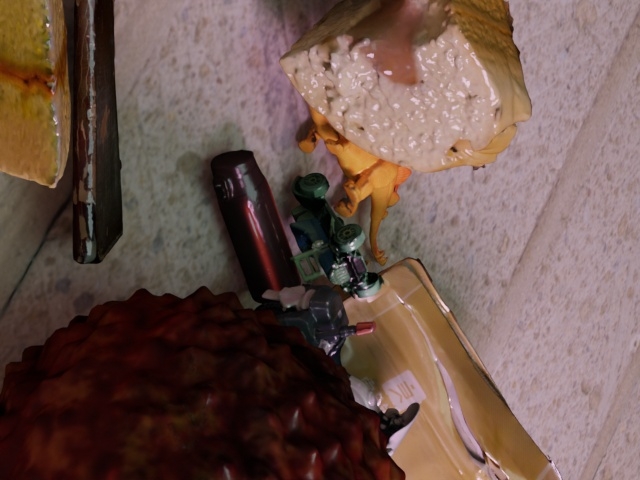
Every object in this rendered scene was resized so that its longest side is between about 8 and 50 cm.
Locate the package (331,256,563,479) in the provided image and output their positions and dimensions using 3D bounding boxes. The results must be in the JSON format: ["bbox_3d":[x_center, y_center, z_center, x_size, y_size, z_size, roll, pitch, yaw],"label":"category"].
[{"bbox_3d":[0.109,0.183,1.328,0.221,0.165,0.311,-38,99,-34],"label":"package"}]

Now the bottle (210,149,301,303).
[{"bbox_3d":[-0.068,-0.015,1.249,0.060,0.060,0.164,-39,126,-33],"label":"bottle"}]

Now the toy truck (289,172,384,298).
[{"bbox_3d":[0.001,0.001,1.273,0.078,0.154,0.080,-26,127,-5],"label":"toy truck"}]

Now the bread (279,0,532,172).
[{"bbox_3d":[0.117,-0.178,1.241,0.211,0.183,0.224,53,40,-18],"label":"bread"}]

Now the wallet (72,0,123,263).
[{"bbox_3d":[-0.196,-0.101,1.066,0.031,0.122,0.232,1,104,-1],"label":"wallet"}]

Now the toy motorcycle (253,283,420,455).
[{"bbox_3d":[0.016,0.144,1.220,0.102,0.150,0.221,-47,122,-58],"label":"toy motorcycle"}]

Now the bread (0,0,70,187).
[{"bbox_3d":[-0.207,-0.149,0.920,0.163,0.264,0.168,-19,120,-40],"label":"bread"}]

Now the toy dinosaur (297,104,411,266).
[{"bbox_3d":[0.052,-0.090,1.350,0.117,0.070,0.288,-53,138,-22],"label":"toy dinosaur"}]

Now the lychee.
[{"bbox_3d":[-0.123,0.285,1.027,0.424,0.424,0.500,26,56,-47],"label":"lychee"}]
